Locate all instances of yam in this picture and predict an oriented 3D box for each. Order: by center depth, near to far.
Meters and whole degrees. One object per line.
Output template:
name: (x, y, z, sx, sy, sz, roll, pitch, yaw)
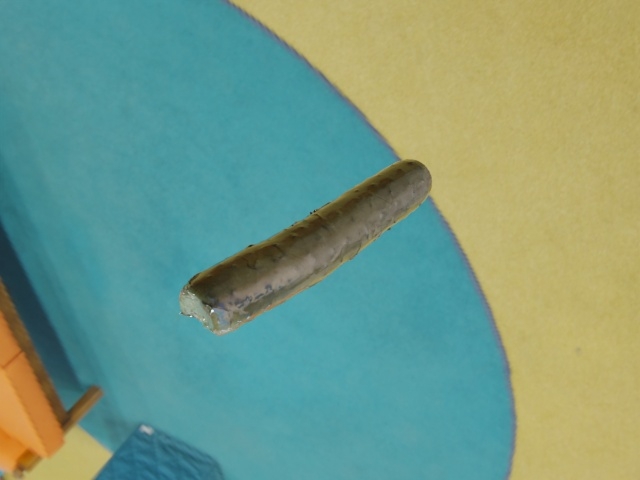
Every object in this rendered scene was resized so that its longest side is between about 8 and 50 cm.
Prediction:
yam: (0.000, 0.000, 0.964, 0.083, 0.371, 0.083, 27, 132, 34)
